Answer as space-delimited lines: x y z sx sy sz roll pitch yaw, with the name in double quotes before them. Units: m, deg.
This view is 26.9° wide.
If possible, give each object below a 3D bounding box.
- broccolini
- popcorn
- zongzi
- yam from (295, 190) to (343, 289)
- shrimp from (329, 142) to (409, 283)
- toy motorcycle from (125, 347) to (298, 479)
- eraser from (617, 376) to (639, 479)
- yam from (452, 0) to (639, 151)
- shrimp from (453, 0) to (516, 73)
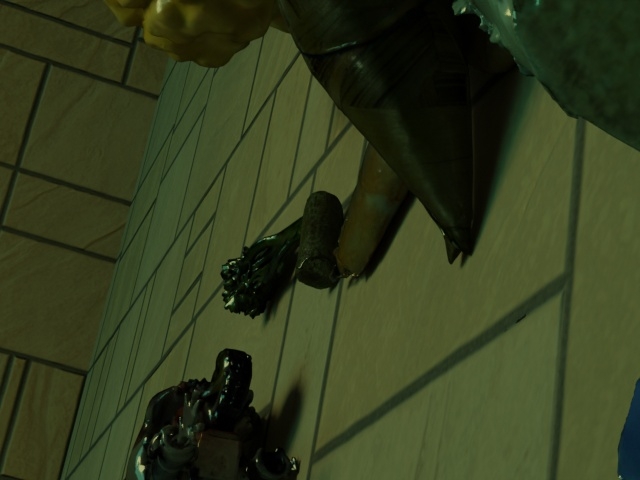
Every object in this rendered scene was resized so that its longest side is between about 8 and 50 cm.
"broccolini" -0.056 0.009 1.447 0.202 0.068 0.091 -55 3 48
"popcorn" -0.075 -0.326 1.412 0.349 0.381 0.349 -23 45 25
"zongzi" 0.055 -0.142 1.053 0.260 0.123 0.289 -79 -36 -78
"yam" 0.000 0.000 1.290 0.043 0.043 0.094 123 161 -47
"shrimp" 0.064 -0.112 1.175 0.185 0.068 0.287 143 133 -73
"toy motorcycle" -0.112 0.211 1.279 0.401 0.134 0.207 128 155 -59
"eraser" 0.165 0.083 0.584 0.084 0.027 0.063 178 108 -75
"yam" 0.147 -0.188 0.620 0.348 0.241 0.241 -106 36 -69
"shrimp" 0.148 -0.270 0.989 0.178 0.075 0.289 157 129 -66
